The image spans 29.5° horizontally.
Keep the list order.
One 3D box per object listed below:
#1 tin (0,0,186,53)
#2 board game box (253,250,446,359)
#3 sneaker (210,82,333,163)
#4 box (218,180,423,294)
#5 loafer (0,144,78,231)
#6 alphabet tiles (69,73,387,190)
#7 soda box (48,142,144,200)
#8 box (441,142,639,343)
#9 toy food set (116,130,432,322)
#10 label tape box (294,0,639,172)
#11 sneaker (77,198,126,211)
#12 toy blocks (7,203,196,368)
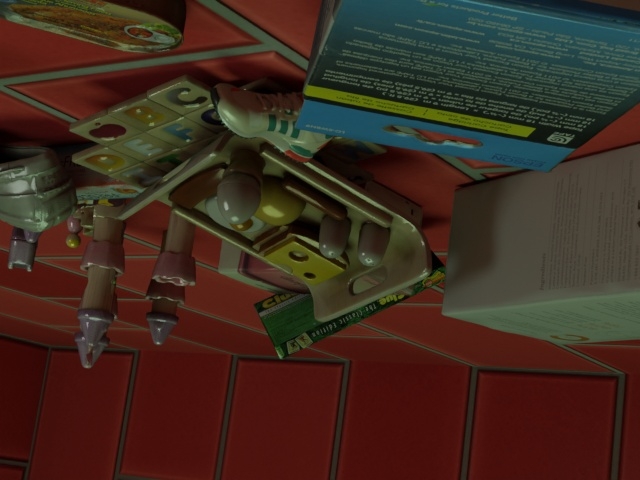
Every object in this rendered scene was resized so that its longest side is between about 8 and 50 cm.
[{"bbox_3d":[-0.208,-0.208,1.053,0.190,0.040,0.106,13,171,-22],"label":"tin"},{"bbox_3d":[0.040,0.073,1.720,0.260,0.030,0.136,-25,-150,-4],"label":"board game box"},{"bbox_3d":[-0.040,-0.134,1.229,0.075,0.057,0.161,-36,144,25],"label":"sneaker"},{"bbox_3d":[0.000,0.000,1.649,0.232,0.126,0.149,-2,165,36],"label":"box"},{"bbox_3d":[-0.444,-0.099,1.564,0.319,0.111,0.112,12,-147,28],"label":"loafer"},{"bbox_3d":[-0.102,-0.099,1.388,0.285,0.011,0.342,-16,156,32],"label":"alphabet tiles"},{"bbox_3d":[-0.289,-0.089,1.571,0.183,0.063,0.058,-1,165,36],"label":"soda box"},{"bbox_3d":[0.336,0.016,1.424,0.215,0.168,0.345,15,165,-31],"label":"box"},{"bbox_3d":[-0.053,-0.003,1.415,0.306,0.092,0.220,30,145,-25],"label":"toy food set"},{"bbox_3d":[0.120,-0.158,0.912,0.241,0.105,0.333,10,168,-7],"label":"label tape box"},{"bbox_3d":[-0.354,-0.060,1.690,0.185,0.083,0.070,19,163,-42],"label":"sneaker"},{"bbox_3d":[-0.358,0.074,1.890,0.309,0.260,0.288,9,168,-8],"label":"toy blocks"}]
